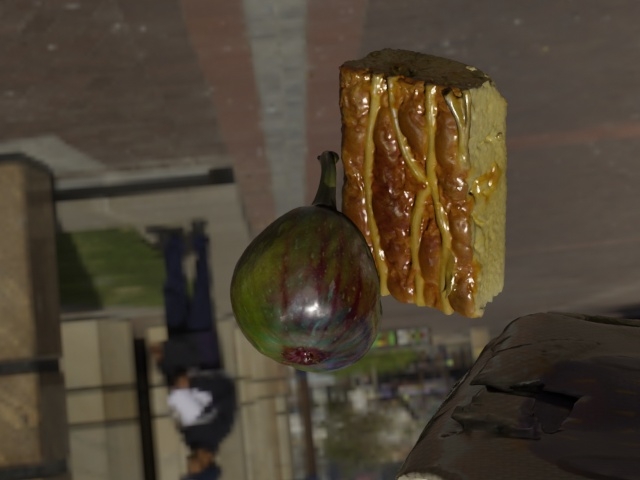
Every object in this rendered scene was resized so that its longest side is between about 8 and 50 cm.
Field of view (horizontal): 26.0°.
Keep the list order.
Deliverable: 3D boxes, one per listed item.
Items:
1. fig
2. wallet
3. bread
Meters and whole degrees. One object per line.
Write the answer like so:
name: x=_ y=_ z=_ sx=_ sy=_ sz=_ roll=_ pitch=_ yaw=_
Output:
fig: x=0.000 y=0.000 z=1.262 sx=0.149 sy=0.245 sz=0.149 roll=6 pitch=146 yaw=4
wallet: x=0.180 y=0.069 z=0.526 sx=0.274 sy=0.068 sz=0.335 roll=-3 pitch=-171 yaw=15
bread: x=0.114 y=-0.065 z=1.558 sx=0.184 sy=0.275 sz=0.114 roll=17 pitch=-146 yaw=36
